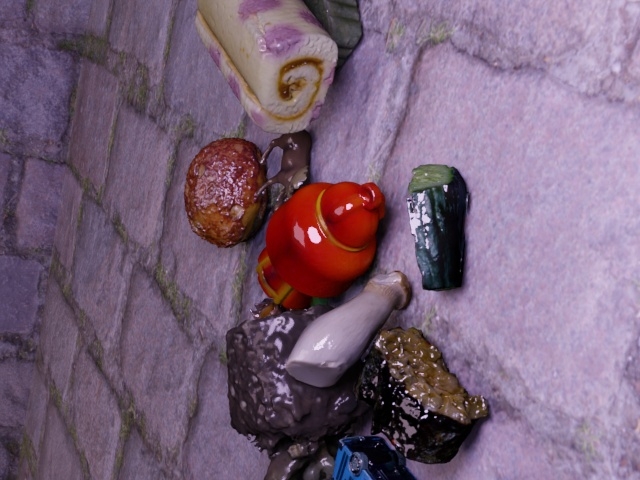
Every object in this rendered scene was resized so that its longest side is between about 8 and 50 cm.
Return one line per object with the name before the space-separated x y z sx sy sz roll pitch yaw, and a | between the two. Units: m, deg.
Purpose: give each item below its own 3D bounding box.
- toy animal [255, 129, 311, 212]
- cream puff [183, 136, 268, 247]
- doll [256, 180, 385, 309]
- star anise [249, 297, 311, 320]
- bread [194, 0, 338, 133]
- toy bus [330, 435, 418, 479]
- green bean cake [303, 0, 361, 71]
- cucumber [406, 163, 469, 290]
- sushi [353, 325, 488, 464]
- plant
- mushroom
toy animal | -0.052 -0.118 1.665 0.186 0.093 0.214 -16 64 50
cream puff | -0.202 -0.099 1.867 0.240 0.163 0.240 3 93 57
doll | 0.001 0.000 1.477 0.363 0.160 0.183 -43 68 50
star anise | -0.086 0.207 1.688 0.218 0.148 0.228 6 122 29
bread | -0.099 -0.358 1.549 0.338 0.155 0.187 57 145 38
toy bus | 0.092 0.382 1.342 0.184 0.090 0.106 44 125 54
green bean cake | -0.006 -0.393 1.620 0.183 0.094 0.185 -40 53 51
cucumber | 0.170 -0.024 1.275 0.115 0.085 0.193 22 -113 -75
sushi | 0.123 0.210 1.256 0.212 0.147 0.115 -122 43 -54
plant | -0.032 0.272 1.450 0.213 0.215 0.312 -36 62 58
mushroom | 0.044 0.127 1.341 0.093 0.225 0.116 31 161 24
